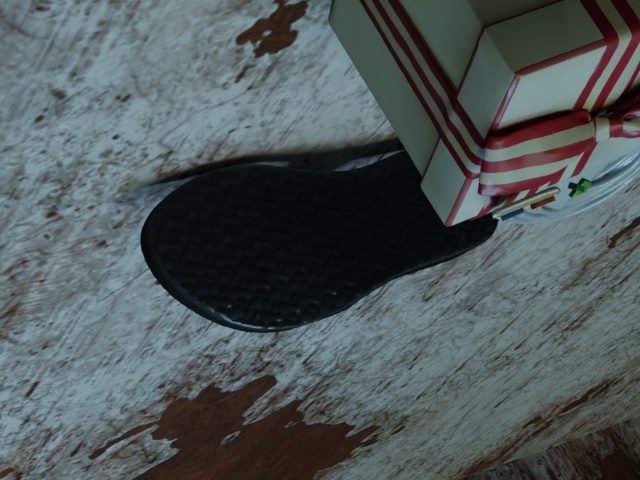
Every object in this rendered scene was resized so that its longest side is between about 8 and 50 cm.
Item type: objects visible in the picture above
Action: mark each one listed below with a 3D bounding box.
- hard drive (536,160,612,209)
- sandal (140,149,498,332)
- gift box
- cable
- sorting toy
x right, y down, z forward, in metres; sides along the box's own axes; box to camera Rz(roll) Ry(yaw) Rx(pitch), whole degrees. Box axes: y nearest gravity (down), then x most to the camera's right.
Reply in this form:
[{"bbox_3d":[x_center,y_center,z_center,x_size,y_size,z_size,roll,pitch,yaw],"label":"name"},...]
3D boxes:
[{"bbox_3d":[0.262,-0.170,1.441,0.203,0.040,0.307,23,131,-24],"label":"hard drive"},{"bbox_3d":[0.002,0.002,1.469,0.446,0.167,0.107,-11,169,-39],"label":"sandal"},{"bbox_3d":[0.179,-0.169,1.167,0.255,0.258,0.276,-23,157,-15],"label":"gift box"},{"bbox_3d":[0.314,-0.120,1.676,0.257,0.089,0.257,-14,154,-33],"label":"cable"},{"bbox_3d":[0.178,-0.032,1.141,0.083,0.012,0.062,-21,176,8],"label":"sorting toy"}]
